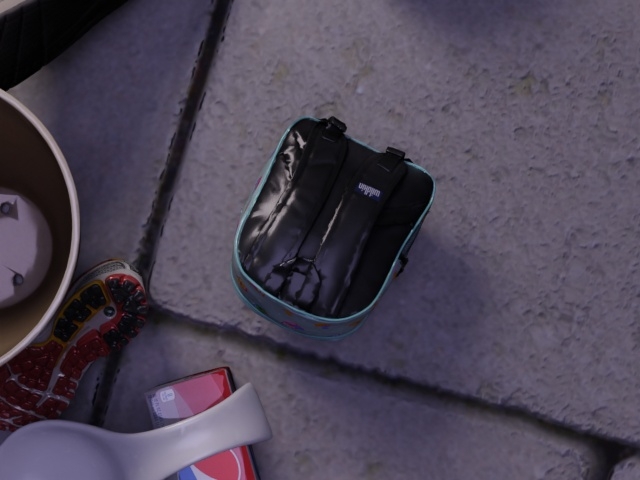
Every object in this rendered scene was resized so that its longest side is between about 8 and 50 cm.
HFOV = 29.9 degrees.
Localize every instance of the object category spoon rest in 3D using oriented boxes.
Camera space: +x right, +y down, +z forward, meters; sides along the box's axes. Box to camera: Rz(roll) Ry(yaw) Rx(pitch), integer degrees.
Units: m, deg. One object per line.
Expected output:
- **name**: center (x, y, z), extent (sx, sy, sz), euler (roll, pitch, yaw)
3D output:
- **spoon rest**: center (-0.184, 0.205, 1.084), extent (0.276, 0.084, 0.137), euler (-24, 84, 12)

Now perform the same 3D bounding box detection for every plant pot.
- **plant pot**: center (-0.325, -0.003, 1.075), extent (0.256, 0.274, 0.257), euler (0, 87, -3)

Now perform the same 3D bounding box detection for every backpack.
- **backpack**: center (0.000, 0.000, 1.151), extent (0.165, 0.144, 0.188), euler (27, 62, -3)

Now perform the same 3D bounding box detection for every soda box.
- **soda box**: center (-0.093, 0.258, 1.160), extent (0.083, 0.092, 0.263), euler (-16, 87, -3)

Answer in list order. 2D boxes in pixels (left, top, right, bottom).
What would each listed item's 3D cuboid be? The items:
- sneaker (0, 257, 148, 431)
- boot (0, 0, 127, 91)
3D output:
- **sneaker**: center (-0.255, 0.103, 1.174), extent (0.225, 0.093, 0.088), euler (-37, 112, 9)
- **boot**: center (-0.323, -0.312, 1.126), extent (0.284, 0.138, 0.377), euler (44, 61, 3)
